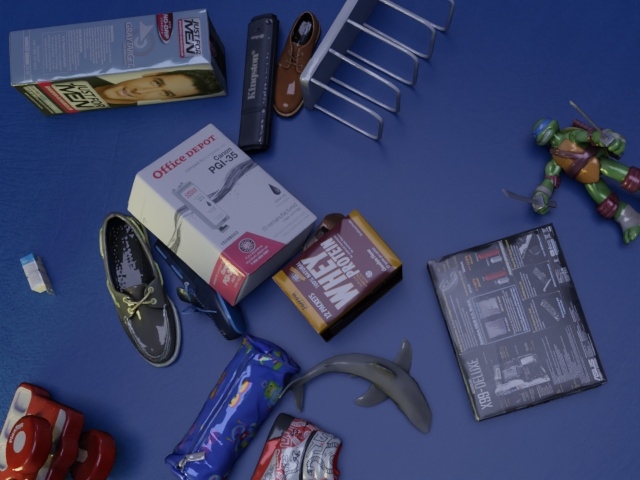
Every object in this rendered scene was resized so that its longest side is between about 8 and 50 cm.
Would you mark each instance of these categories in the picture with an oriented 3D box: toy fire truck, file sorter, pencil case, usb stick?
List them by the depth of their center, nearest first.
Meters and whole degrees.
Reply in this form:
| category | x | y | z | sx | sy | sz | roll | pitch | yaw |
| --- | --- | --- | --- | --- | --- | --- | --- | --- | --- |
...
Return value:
| category | x | y | z | sx | sy | sz | roll | pitch | yaw |
| --- | --- | --- | --- | --- | --- | --- | --- | --- | --- |
| toy fire truck | -0.522 | 0.424 | 1.852 | 0.254 | 0.169 | 0.302 | 9 | 79 | 49 |
| pencil case | -0.163 | 0.318 | 1.863 | 0.119 | 0.133 | 0.306 | 31 | 83 | 22 |
| file sorter | 0.106 | -0.351 | 1.931 | 0.173 | 0.193 | 0.277 | 30 | 84 | 6 |
| usb stick | -0.119 | -0.304 | 2.004 | 0.077 | 0.045 | 0.278 | -7 | 75 | 47 |

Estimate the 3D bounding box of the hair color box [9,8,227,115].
| category | x | y | z | sx | sy | sz | roll | pitch | yaw |
| --- | --- | --- | --- | --- | --- | --- | --- | --- | --- |
| hair color box | -0.379 | -0.336 | 1.971 | 0.375 | 0.185 | 0.113 | -6 | 79 | 4 |

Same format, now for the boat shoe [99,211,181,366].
| category | x | y | z | sx | sy | sz | roll | pitch | yaw |
| --- | --- | --- | --- | --- | --- | --- | --- | --- | --- |
| boat shoe | -0.346 | 0.091 | 1.939 | 0.109 | 0.091 | 0.305 | -19 | 79 | 1 |

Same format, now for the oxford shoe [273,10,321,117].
| category | x | y | z | sx | sy | sz | roll | pitch | yaw |
| --- | --- | --- | --- | --- | --- | --- | --- | --- | --- |
| oxford shoe | -0.052 | -0.346 | 2.002 | 0.076 | 0.076 | 0.212 | 12 | 83 | 5 |

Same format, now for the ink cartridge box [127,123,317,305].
| category | x | y | z | sx | sy | sz | roll | pitch | yaw |
| --- | --- | --- | --- | --- | --- | --- | --- | --- | --- |
| ink cartridge box | -0.183 | -0.051 | 1.896 | 0.283 | 0.117 | 0.207 | 42 | 54 | 11 |

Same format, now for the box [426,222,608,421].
| category | x | y | z | sx | sy | sz | roll | pitch | yaw |
| --- | --- | --- | --- | --- | --- | --- | --- | --- | --- |
| box | 0.353 | 0.150 | 1.875 | 0.242 | 0.076 | 0.307 | -18 | 79 | 2 |

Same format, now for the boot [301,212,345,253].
| category | x | y | z | sx | sy | sz | roll | pitch | yaw |
| --- | --- | --- | --- | --- | --- | --- | --- | --- | --- |
| boot | 0.000 | 0.000 | 1.943 | 0.042 | 0.118 | 0.087 | 40 | 121 | 10 |

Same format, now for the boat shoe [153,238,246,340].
| category | x | y | z | sx | sy | sz | roll | pitch | yaw |
| --- | --- | --- | --- | --- | --- | --- | --- | --- | --- |
| boat shoe | -0.227 | 0.088 | 1.938 | 0.089 | 0.109 | 0.258 | -35 | 62 | 5 |

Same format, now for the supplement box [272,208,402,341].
| category | x | y | z | sx | sy | sz | roll | pitch | yaw |
| --- | --- | --- | --- | --- | --- | --- | --- | --- | --- |
| supplement box | 0.037 | 0.068 | 1.857 | 0.191 | 0.194 | 0.129 | -40 | 79 | -3 |

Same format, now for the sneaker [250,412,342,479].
| category | x | y | z | sx | sy | sz | roll | pitch | yaw |
| --- | --- | --- | --- | --- | --- | --- | --- | --- | --- |
| sneaker | -0.055 | 0.458 | 1.849 | 0.145 | 0.090 | 0.270 | 19 | 80 | 11 |

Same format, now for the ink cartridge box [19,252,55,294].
| category | x | y | z | sx | sy | sz | roll | pitch | yaw |
| --- | --- | --- | --- | --- | --- | --- | --- | --- | --- |
| ink cartridge box | -0.544 | 0.070 | 1.982 | 0.028 | 0.048 | 0.083 | -25 | 78 | 0 |

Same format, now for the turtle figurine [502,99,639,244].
| category | x | y | z | sx | sy | sz | roll | pitch | yaw |
| --- | --- | --- | --- | --- | --- | --- | --- | --- | --- |
| turtle figurine | 0.477 | -0.102 | 1.838 | 0.266 | 0.274 | 0.198 | 35 | 100 | 1 |

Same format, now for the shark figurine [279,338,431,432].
| category | x | y | z | sx | sy | sz | roll | pitch | yaw |
| --- | --- | --- | --- | --- | --- | --- | --- | --- | --- |
| shark figurine | 0.074 | 0.242 | 1.859 | 0.278 | 0.116 | 0.166 | 10 | 78 | 0 |
